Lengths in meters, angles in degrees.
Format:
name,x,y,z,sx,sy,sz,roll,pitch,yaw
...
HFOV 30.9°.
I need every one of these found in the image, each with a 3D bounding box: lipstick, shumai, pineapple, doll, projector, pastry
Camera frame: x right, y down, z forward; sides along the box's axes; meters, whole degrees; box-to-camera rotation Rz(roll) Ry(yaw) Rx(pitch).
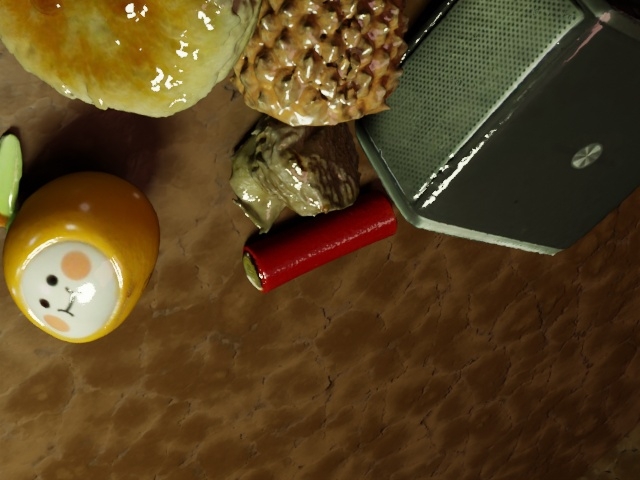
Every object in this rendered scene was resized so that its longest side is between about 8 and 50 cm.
name,x,y,z,sx,sy,sz,roll,pitch,yaw
lipstick,0.000,0.000,1.745,0.241,0.080,0.080,-24,138,-18
shumai,-0.052,-0.100,1.552,0.176,0.206,0.166,-25,109,23
pineapple,0.014,-0.326,1.376,0.223,0.223,0.357,-6,118,-35
doll,-0.319,0.001,1.434,0.236,0.213,0.213,28,113,-3
projector,0.317,-0.205,1.636,0.395,0.242,0.405,11,131,-42
pastry,-0.214,-0.274,1.180,0.136,0.330,0.329,-59,160,-46
